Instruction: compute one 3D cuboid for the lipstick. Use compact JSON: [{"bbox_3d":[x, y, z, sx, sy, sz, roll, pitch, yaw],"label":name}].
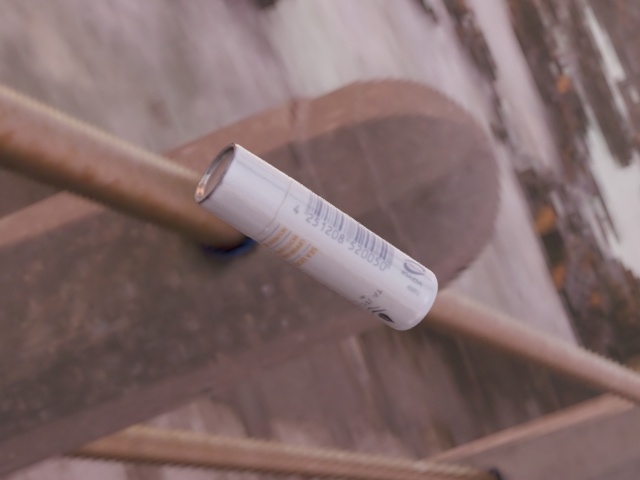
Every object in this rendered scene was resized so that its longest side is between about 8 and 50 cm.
[{"bbox_3d":[0.000,0.000,0.914,0.141,0.040,0.040,32,30,-18],"label":"lipstick"}]
